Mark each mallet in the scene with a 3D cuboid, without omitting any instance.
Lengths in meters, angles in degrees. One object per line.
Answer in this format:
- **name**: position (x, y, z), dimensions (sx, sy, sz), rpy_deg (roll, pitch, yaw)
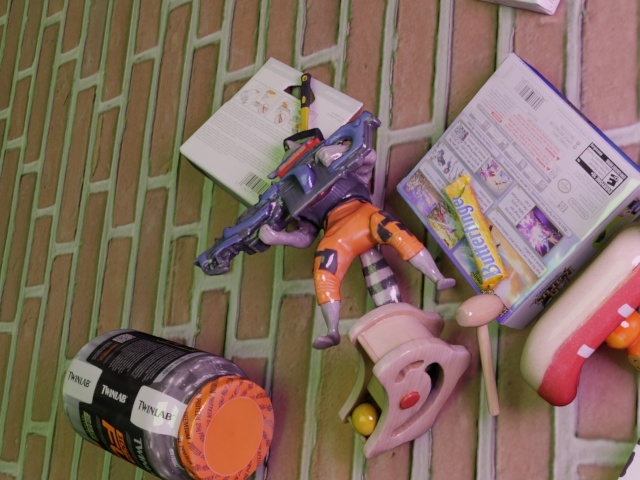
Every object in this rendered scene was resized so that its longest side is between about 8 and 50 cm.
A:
- **mallet**: position (-0.016, -0.208, 1.388), dimensions (0.062, 0.039, 0.189), rpy_deg (-11, 48, 23)

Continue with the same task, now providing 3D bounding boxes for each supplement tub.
- **supplement tub**: position (-0.245, 0.267, 1.385), dimensions (0.338, 0.207, 0.207), rpy_deg (8, 84, 45)

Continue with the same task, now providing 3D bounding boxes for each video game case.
- **video game case**: position (0.253, -0.066, 1.111), dimensions (0.244, 0.061, 0.269), rpy_deg (-49, 50, 21)

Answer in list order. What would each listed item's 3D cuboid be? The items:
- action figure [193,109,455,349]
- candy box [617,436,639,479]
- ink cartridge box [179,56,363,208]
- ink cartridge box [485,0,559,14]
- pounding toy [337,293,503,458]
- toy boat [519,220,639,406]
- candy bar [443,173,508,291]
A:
- **action figure**: position (0.000, 0.000, 1.241), dimensions (0.341, 0.178, 0.330), rpy_deg (-34, 57, 18)
- **candy box**: position (0.378, 0.305, 0.882), dimensions (0.165, 0.070, 0.196), rpy_deg (31, 101, 44)
- **ink cartridge box**: position (-0.080, -0.173, 1.461), dimensions (0.239, 0.060, 0.275), rpy_deg (-46, 46, -9)
- **ink cartridge box**: position (0.265, -0.425, 1.211), dimensions (0.225, 0.056, 0.181), rpy_deg (29, 98, 42)
- **pounding toy**: position (0.118, 0.180, 1.071), dimensions (0.155, 0.154, 0.269), rpy_deg (53, 133, 39)
- **toy boat**: position (0.333, 0.100, 0.958), dimensions (0.151, 0.151, 0.231), rpy_deg (42, 110, 11)
- **candy bar**: position (0.198, -0.010, 1.094), dimensions (0.040, 0.018, 0.161), rpy_deg (-36, 56, 32)
